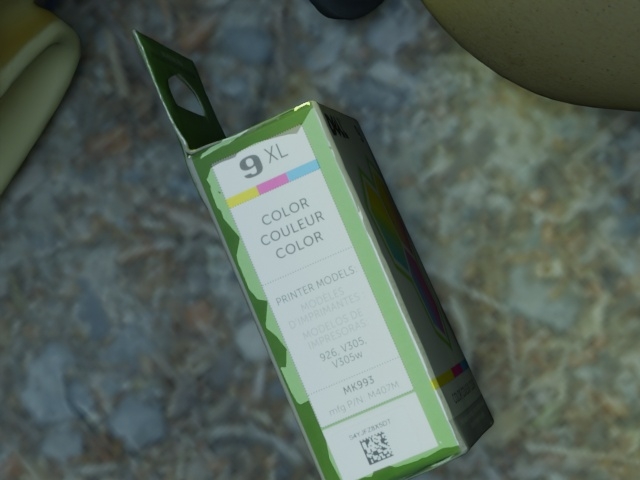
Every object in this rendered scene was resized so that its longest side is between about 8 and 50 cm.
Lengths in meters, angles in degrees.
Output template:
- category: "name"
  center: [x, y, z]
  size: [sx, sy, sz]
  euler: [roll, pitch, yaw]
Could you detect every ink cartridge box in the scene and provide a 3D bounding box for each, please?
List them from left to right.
- category: "ink cartridge box"
  center: [0.000, 0.000, 0.784]
  size: [0.062, 0.109, 0.209]
  euler: [-25, 85, 9]

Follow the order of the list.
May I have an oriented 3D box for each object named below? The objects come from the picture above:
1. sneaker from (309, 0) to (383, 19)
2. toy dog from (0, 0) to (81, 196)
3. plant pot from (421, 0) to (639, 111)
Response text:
- category: "sneaker"
  center: [0.001, -0.203, 0.814]
  size: [0.082, 0.069, 0.209]
  euler: [9, 102, 43]
- category: "toy dog"
  center: [-0.274, -0.224, 0.753]
  size: [0.408, 0.284, 0.395]
  euler: [32, 83, 9]
- category: "plant pot"
  center: [0.129, -0.158, 0.703]
  size: [0.284, 0.284, 0.191]
  euler: [51, 133, 6]
